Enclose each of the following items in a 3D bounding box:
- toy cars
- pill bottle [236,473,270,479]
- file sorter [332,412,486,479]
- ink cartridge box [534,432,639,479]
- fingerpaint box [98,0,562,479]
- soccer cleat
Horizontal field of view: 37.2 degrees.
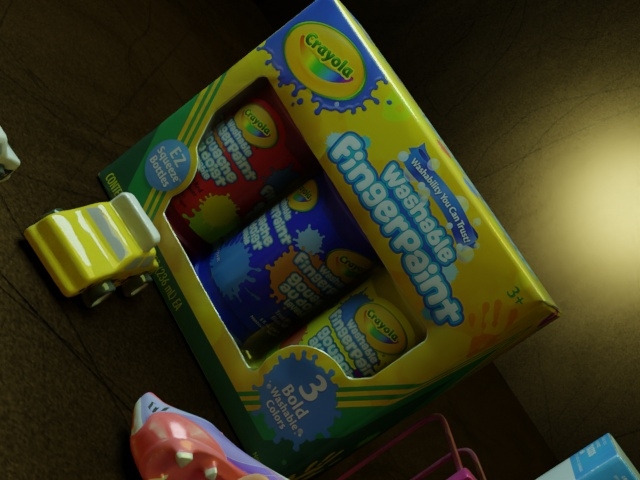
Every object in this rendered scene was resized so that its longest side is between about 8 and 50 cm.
[{"bbox_3d":[-0.272,-0.054,0.919,0.393,0.087,0.176,42,17,-42],"label":"toy cars"},{"bbox_3d":[-0.004,0.315,0.827,0.246,0.130,0.130,50,13,-17],"label":"pill bottle"},{"bbox_3d":[0.156,0.377,1.098,0.291,0.202,0.182,51,10,-16],"label":"file sorter"},{"bbox_3d":[0.352,0.459,1.350,0.223,0.307,0.129,54,10,2],"label":"ink cartridge box"},{"bbox_3d":[0.000,0.000,1.130,0.445,0.371,0.163,59,13,19],"label":"fingerpaint box"},{"bbox_3d":[-0.083,0.225,0.903,0.248,0.083,0.095,40,14,-39],"label":"soccer cleat"}]
